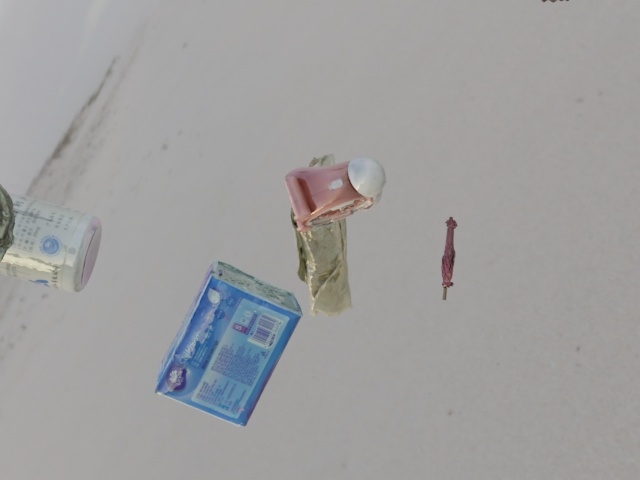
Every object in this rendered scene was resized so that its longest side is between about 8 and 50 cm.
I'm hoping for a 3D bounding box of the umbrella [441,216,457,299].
[{"bbox_3d":[0.253,0.035,1.778,0.025,0.027,0.165,34,-120,-84],"label":"umbrella"}]

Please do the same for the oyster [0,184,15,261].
[{"bbox_3d":[-0.507,-0.029,1.309,0.064,0.125,0.177,-3,61,41],"label":"oyster"}]

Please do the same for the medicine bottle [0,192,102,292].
[{"bbox_3d":[-0.609,-0.006,1.845,0.170,0.293,0.170,-164,90,-88],"label":"medicine bottle"}]

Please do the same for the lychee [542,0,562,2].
[{"bbox_3d":[0.507,-0.634,1.895,0.300,0.264,0.264,-27,1,-24],"label":"lychee"}]

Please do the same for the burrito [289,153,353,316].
[{"bbox_3d":[0.000,0.000,1.882,0.076,0.117,0.392,-111,11,-55],"label":"burrito"}]

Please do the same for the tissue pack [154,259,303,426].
[{"bbox_3d":[-0.183,0.202,1.788,0.263,0.198,0.146,-63,13,10],"label":"tissue pack"}]

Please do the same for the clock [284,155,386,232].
[{"bbox_3d":[0.026,-0.085,1.457,0.166,0.162,0.093,85,168,-81],"label":"clock"}]
